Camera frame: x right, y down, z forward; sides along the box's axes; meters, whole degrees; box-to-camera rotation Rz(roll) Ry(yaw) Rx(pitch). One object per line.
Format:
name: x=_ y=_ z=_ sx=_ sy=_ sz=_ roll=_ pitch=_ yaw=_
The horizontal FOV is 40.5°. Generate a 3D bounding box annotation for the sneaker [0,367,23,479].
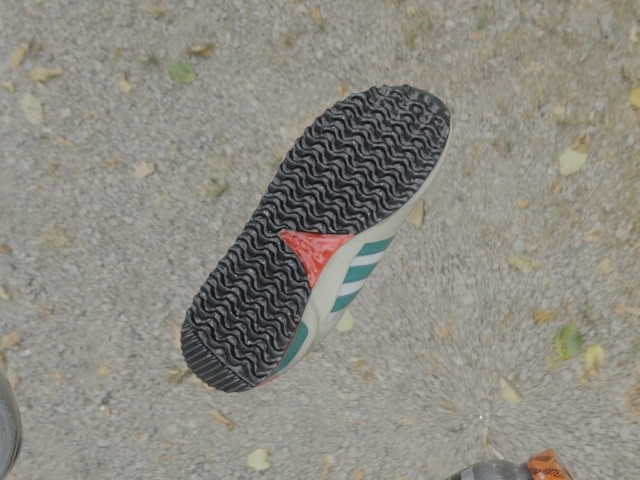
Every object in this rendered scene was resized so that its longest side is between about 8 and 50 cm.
sneaker: x=-0.199 y=0.065 z=0.228 sx=0.115 sy=0.281 sz=0.105 roll=25 pitch=96 yaw=39

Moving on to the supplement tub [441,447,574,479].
supplement tub: x=0.134 y=0.350 z=0.882 sx=0.316 sy=0.193 sz=0.194 roll=-31 pitch=75 yaw=10

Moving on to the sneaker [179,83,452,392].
sneaker: x=0.000 y=0.000 z=0.398 sx=0.057 sy=0.075 sz=0.161 roll=35 pitch=82 yaw=10
